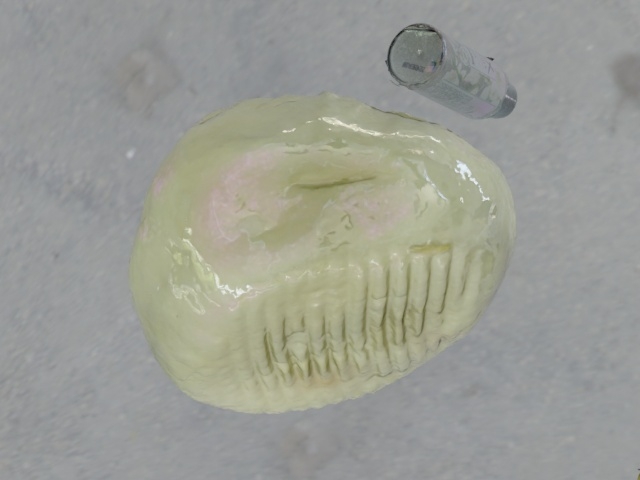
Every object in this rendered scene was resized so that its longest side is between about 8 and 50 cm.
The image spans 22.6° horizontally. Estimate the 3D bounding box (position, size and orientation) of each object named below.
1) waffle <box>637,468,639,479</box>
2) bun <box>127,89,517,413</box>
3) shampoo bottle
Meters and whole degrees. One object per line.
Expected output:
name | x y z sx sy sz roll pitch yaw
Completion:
waffle | 0.399 0.249 1.474 0.193 0.197 0.070 -13 116 -56
bun | 0.000 0.000 1.381 0.361 0.361 0.213 -4 62 -20
shampoo bottle | 0.141 -0.166 1.637 0.214 0.072 0.072 15 69 -60
